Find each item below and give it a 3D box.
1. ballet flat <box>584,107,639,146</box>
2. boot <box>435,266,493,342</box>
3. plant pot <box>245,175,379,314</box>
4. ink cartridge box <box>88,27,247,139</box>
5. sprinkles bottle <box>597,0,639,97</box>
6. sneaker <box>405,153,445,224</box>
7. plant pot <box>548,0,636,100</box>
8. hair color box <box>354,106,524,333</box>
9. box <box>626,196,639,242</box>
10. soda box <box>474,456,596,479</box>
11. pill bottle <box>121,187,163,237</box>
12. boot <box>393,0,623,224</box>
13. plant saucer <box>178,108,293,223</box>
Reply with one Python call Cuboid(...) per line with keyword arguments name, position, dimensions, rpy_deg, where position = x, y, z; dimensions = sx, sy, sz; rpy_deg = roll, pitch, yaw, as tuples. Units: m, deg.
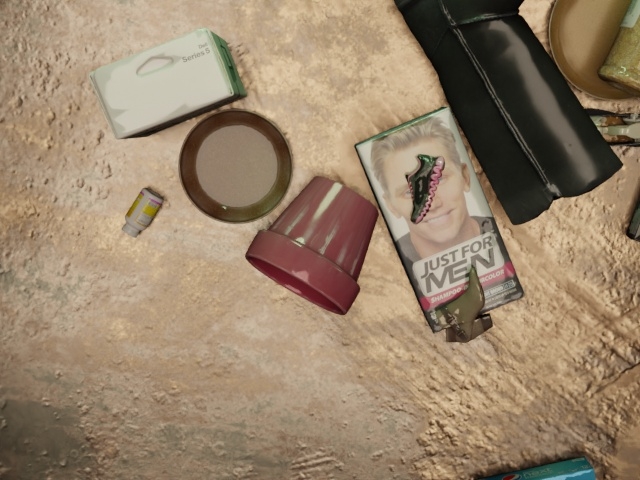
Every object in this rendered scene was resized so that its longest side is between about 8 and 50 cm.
Cuboid(name="ballet flat", position=(0.489, -0.190, 1.877), dimensions=(0.203, 0.074, 0.074), rpy_deg=(1, 97, 1))
Cuboid(name="boot", position=(0.233, 0.111, 1.827), dimensions=(0.086, 0.042, 0.119), rpy_deg=(-16, 91, 11))
Cuboid(name="plant pot", position=(0.000, 0.000, 1.853), dimensions=(0.201, 0.201, 0.180), rpy_deg=(30, 80, -3))
Cuboid(name="ink cartridge box", position=(-0.237, -0.249, 1.774), dimensions=(0.198, 0.273, 0.115), rpy_deg=(-21, 96, 3))
Cuboid(name="sprinkles bottle", position=(0.580, -0.407, 1.794), dimensions=(0.121, 0.121, 0.356), rpy_deg=(24, 97, -2))
Cuboid(name="sneaker", position=(0.162, -0.087, 1.803), dimensions=(0.057, 0.047, 0.119), rpy_deg=(18, 89, 5))
Cuboid(name="plant pot", position=(0.504, -0.356, 1.876), dimensions=(0.236, 0.032, 0.236), rpy_deg=(0, 96, 0))
Cuboid(name="hair color box", position=(0.201, -0.036, 1.881), dimensions=(0.173, 0.105, 0.347), rpy_deg=(-23, 96, 3))
Cuboid(name="box", position=(0.654, -0.084, 1.895), dimensions=(0.183, 0.056, 0.231), rpy_deg=(19, 97, -1))
Cuboid(name="soda box", position=(0.382, 0.448, 1.955), dimensions=(0.210, 0.067, 0.071), rpy_deg=(-12, 97, 2))
Cuboid(name="pill bottle", position=(-0.311, -0.047, 1.914), dimensions=(0.043, 0.043, 0.083), rpy_deg=(33, 96, -3))
Cuboid(name="boot", position=(0.359, -0.288, 1.777), dimensions=(0.367, 0.146, 0.445), rpy_deg=(-27, 92, 38))
Cuboid(name="plant saucer", position=(-0.145, -0.129, 1.907), dimensions=(0.198, 0.036, 0.199), rpy_deg=(0, 98, 0))
